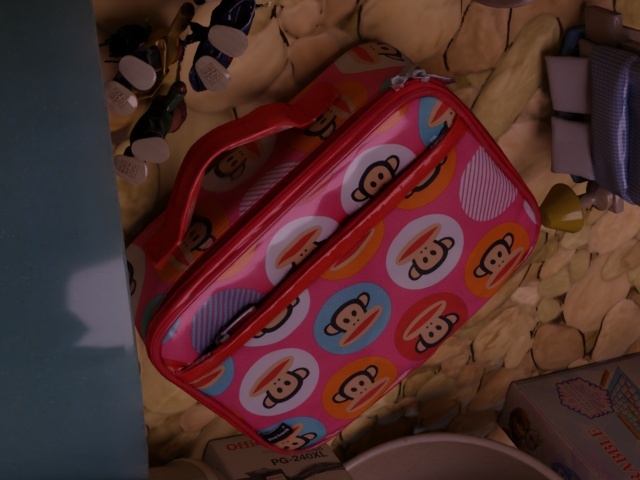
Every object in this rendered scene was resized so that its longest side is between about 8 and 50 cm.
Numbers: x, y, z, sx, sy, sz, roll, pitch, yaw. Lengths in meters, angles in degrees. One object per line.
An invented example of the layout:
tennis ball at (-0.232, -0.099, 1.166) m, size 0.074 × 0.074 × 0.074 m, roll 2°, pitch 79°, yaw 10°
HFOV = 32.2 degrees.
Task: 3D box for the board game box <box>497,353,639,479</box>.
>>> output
board game box at (0.399, 0.239, 1.125) m, size 0.318 × 0.318 × 0.065 m, roll -8°, pitch 128°, yaw -27°

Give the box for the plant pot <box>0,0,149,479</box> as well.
plant pot at (-0.222, -0.008, 0.558) m, size 0.235 × 0.293 × 0.293 m, roll -7°, pitch 129°, yaw -12°

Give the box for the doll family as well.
doll family at (-0.079, -0.127, 0.674) m, size 0.076 × 0.111 × 0.193 m, roll 41°, pitch 112°, yaw -12°

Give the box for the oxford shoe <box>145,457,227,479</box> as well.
oxford shoe at (-0.223, 0.374, 0.940) m, size 0.130 × 0.169 × 0.449 m, roll 17°, pitch 107°, yaw -44°

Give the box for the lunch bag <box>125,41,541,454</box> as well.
lunch bag at (0.000, 0.000, 0.824) m, size 0.293 × 0.120 × 0.258 m, roll -43°, pitch 132°, yaw 2°

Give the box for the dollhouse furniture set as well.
dollhouse furniture set at (0.214, -0.087, 0.763) m, size 0.198 × 0.286 × 0.303 m, roll -20°, pitch 121°, yaw -19°

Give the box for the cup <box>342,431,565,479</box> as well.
cup at (0.138, 0.368, 1.098) m, size 0.331 × 0.331 × 0.237 m, roll -40°, pitch 159°, yaw 1°

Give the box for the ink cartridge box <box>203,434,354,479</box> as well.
ink cartridge box at (-0.026, 0.233, 0.962) m, size 0.109 × 0.150 × 0.063 m, roll -4°, pitch 122°, yaw -31°
